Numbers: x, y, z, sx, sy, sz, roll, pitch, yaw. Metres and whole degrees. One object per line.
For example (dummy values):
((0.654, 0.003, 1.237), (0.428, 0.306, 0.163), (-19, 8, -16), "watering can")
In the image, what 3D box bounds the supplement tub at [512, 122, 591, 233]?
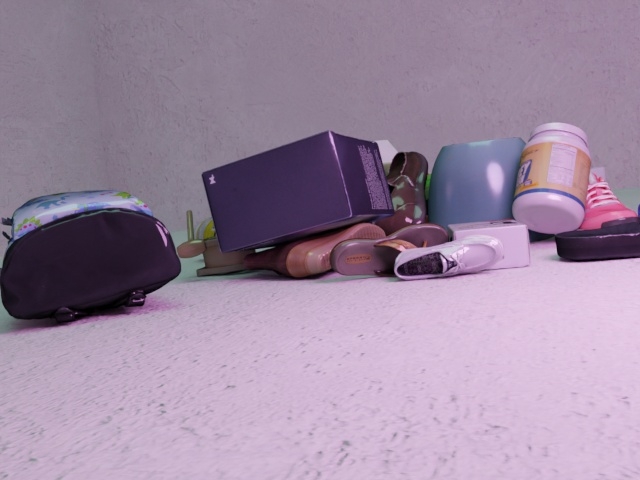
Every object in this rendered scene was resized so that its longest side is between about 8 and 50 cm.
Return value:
((0.486, -0.130, 1.544), (0.144, 0.200, 0.144), (13, -24, 6), "supplement tub")

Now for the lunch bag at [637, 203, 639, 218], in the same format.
((0.683, -0.044, 1.467), (0.065, 0.067, 0.098), (-9, 6, -24), "lunch bag")

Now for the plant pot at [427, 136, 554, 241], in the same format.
((0.387, -0.116, 1.726), (0.292, 0.235, 0.293), (-6, 4, 0), "plant pot")

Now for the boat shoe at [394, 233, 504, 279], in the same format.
((0.210, 0.031, 1.226), (0.184, 0.066, 0.063), (-4, 16, 17), "boat shoe")

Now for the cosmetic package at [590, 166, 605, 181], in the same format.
((0.674, -0.135, 2.167), (0.224, 0.138, 0.224), (-10, 6, -26), "cosmetic package")

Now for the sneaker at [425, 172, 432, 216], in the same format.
((0.352, -0.095, 2.046), (0.482, 0.202, 0.185), (-22, 18, 36), "sneaker")

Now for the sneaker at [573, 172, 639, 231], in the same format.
((0.581, -0.077, 1.581), (0.115, 0.136, 0.314), (-7, 5, 2), "sneaker")

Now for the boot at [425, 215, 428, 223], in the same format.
((0.285, -0.028, 1.926), (0.084, 0.059, 0.158), (0, 15, 29), "boot")

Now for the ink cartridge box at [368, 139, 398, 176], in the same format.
((0.098, -0.119, 2.208), (0.207, 0.354, 0.119), (-9, 46, -26), "ink cartridge box")

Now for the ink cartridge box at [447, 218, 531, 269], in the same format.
((0.301, 0.006, 1.336), (0.127, 0.072, 0.175), (-5, 4, 6), "ink cartridge box")

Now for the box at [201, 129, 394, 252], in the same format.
((-0.039, -0.094, 1.548), (0.296, 0.183, 0.294), (-15, -4, 22), "box")

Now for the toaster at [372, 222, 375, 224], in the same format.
((0.093, -0.049, 1.973), (0.226, 0.129, 0.146), (-3, 8, 22), "toaster")

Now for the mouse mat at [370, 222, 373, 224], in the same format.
((0.057, 0.003, 1.675), (0.152, 0.007, 0.190), (-7, 28, -4), "mouse mat")

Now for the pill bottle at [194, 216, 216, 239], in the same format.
((-0.267, -0.007, 2.005), (0.119, 0.119, 0.208), (-9, 5, -31), "pill bottle")

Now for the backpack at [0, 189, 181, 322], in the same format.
((-0.435, 0.018, 1.341), (0.290, 0.274, 0.355), (-15, -5, -19), "backpack")

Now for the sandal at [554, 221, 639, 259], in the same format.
((0.625, -0.040, 1.243), (0.445, 0.107, 0.167), (-6, 5, 3), "sandal")

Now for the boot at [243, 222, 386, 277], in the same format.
((-0.007, 0.017, 1.507), (0.206, 0.090, 0.248), (1, 12, 42), "boot")

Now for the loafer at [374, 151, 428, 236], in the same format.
((0.192, -0.128, 1.855), (0.130, 0.134, 0.366), (16, 32, -5), "loafer")

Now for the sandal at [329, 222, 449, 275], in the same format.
((0.126, 0.024, 1.305), (0.219, 0.090, 0.060), (-6, 21, -12), "sandal")

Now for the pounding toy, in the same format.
((-0.214, -0.007, 1.683), (0.154, 0.155, 0.269), (-10, 4, 9), "pounding toy")
